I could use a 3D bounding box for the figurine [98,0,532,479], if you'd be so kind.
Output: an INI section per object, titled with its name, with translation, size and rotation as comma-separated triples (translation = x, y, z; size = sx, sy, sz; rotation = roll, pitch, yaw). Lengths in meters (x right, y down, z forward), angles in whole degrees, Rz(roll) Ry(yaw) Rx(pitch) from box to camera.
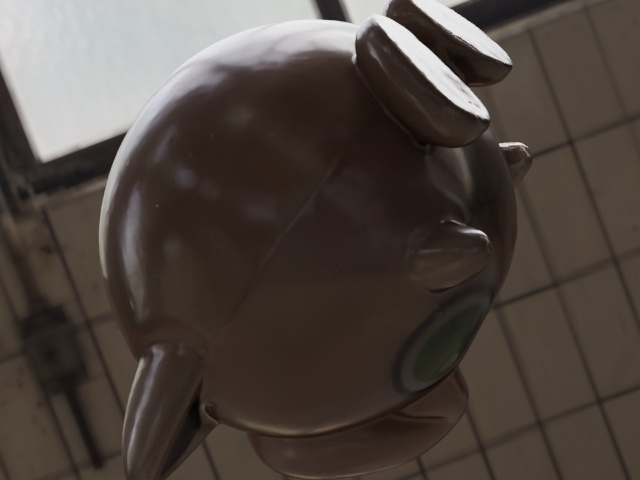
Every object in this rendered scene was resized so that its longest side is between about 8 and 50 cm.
[figurine]
translation = 0.000, 0.000, 0.443
size = 0.138, 0.125, 0.125
rotation = -58, -10, 18
